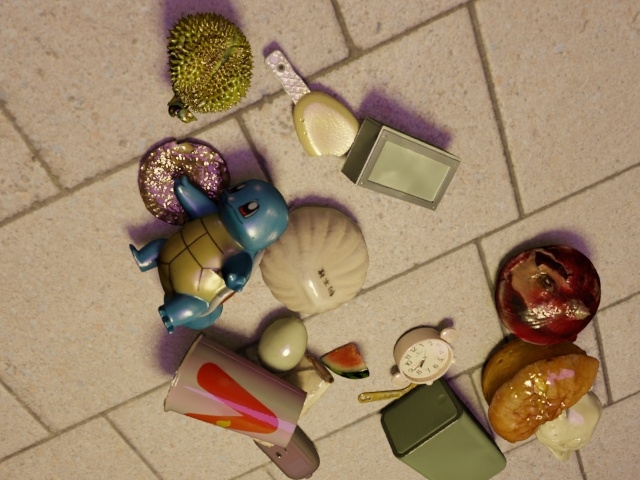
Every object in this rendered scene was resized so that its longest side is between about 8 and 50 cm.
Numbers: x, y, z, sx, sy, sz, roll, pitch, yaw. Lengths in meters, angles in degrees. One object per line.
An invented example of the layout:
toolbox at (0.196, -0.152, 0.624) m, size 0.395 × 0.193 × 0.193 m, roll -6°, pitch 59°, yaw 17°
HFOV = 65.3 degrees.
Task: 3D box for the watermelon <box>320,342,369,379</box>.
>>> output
watermelon at (0.068, 0.314, 1.316) m, size 0.135 × 0.125 × 0.094 m, roll 11°, pitch 82°, yaw 3°

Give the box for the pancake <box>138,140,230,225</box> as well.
pancake at (-0.290, -0.121, 1.065) m, size 0.199 × 0.021 × 0.200 m, roll -4°, pitch 115°, yaw -9°

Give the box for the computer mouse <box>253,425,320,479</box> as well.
computer mouse at (-0.094, 0.584, 1.407) m, size 0.120 × 0.057 × 0.232 m, roll -34°, pitch 112°, yaw 7°

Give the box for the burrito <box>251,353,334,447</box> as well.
burrito at (-0.103, 0.420, 1.294) m, size 0.299 × 0.143 × 0.105 m, roll -43°, pitch 151°, yaw 8°

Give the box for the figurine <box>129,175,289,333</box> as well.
figurine at (-0.238, 0.052, 1.034) m, size 0.242 × 0.298 × 0.416 m, roll 9°, pitch 127°, yaw -42°

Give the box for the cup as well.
cup at (-0.187, 0.360, 1.159) m, size 0.288 × 0.203 × 0.203 m, roll 22°, pitch 110°, yaw 1°

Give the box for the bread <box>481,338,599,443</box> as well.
bread at (0.560, 0.378, 1.362) m, size 0.178 × 0.194 × 0.340 m, roll 33°, pitch 114°, yaw -16°

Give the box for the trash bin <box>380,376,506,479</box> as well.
trash bin at (0.364, 0.575, 1.440) m, size 0.223 × 0.158 × 0.343 m, roll -39°, pitch 122°, yaw 8°

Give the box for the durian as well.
durian at (-0.203, -0.320, 0.927) m, size 0.159 × 0.146 × 0.198 m, roll 3°, pitch 129°, yaw -12°

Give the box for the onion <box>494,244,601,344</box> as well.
onion at (0.584, 0.140, 1.251) m, size 0.271 × 0.195 × 0.272 m, roll -1°, pitch 95°, yaw -7°

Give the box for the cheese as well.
cheese at (-0.025, -0.276, 1.030) m, size 0.127 × 0.050 × 0.255 m, roll -39°, pitch 115°, yaw 8°

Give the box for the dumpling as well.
dumpling at (0.735, 0.493, 1.497) m, size 0.243 × 0.187 × 0.318 m, roll -40°, pitch 134°, yaw -36°

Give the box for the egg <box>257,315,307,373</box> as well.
egg at (-0.092, 0.255, 1.225) m, size 0.114 × 0.114 × 0.152 m, roll 26°, pitch 103°, yaw -21°

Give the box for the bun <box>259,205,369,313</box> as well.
bun at (-0.013, 0.069, 1.110) m, size 0.262 × 0.175 × 0.263 m, roll -1°, pitch 118°, yaw -3°

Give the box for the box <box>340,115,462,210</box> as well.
box at (0.176, -0.161, 1.075) m, size 0.225 × 0.086 × 0.130 m, roll 14°, pitch 111°, yaw -31°

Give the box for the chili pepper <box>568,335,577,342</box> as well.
chili pepper at (0.690, 0.222, 1.399) m, size 0.059 × 0.050 × 0.268 m, roll -17°, pitch 115°, yaw 1°

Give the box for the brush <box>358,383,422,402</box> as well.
brush at (0.213, 0.441, 1.427) m, size 0.218 × 0.010 × 0.083 m, roll -2°, pitch 115°, yaw -10°

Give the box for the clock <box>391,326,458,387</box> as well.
clock at (0.279, 0.311, 1.355) m, size 0.155 × 0.063 × 0.229 m, roll 36°, pitch 106°, yaw -26°
